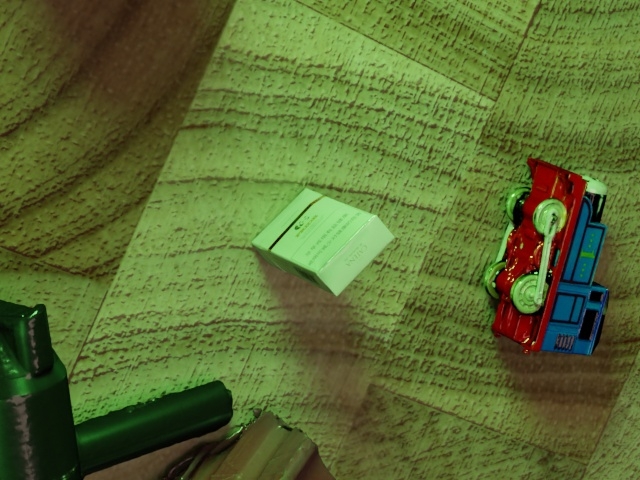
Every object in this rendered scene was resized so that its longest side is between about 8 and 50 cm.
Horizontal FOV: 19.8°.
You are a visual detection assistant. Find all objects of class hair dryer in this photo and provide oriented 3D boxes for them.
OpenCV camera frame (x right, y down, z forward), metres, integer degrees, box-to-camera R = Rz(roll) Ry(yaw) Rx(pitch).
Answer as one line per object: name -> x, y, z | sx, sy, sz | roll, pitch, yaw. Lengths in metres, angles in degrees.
hair dryer -> -0.215, 0.150, 1.783 | 0.302, 0.116, 0.244 | -16, 112, -37

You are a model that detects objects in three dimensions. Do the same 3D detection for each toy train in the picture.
toy train -> 0.256, 0.020, 2.008 | 0.131, 0.083, 0.204 | 8, 102, -30

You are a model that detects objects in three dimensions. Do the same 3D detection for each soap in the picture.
soap -> -0.088, 0.274, 1.837 | 0.250, 0.162, 0.099 | -52, 123, -44

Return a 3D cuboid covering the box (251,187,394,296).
box -> 0.000, 0.000, 1.815 | 0.084, 0.154, 0.040 | -47, 117, -10
